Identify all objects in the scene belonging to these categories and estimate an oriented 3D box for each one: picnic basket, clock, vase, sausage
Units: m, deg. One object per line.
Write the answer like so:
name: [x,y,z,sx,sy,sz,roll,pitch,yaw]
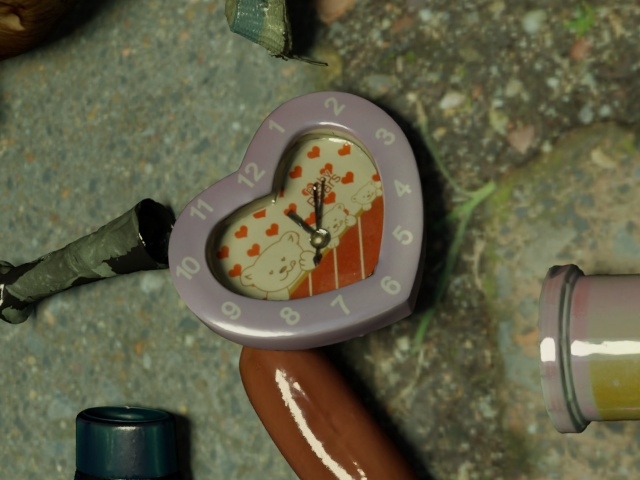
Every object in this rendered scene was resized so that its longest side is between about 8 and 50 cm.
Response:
picnic basket: [-0.029,-0.167,0.837,0.083,0.083,0.065,3,89,-18]
clock: [0.000,0.000,0.797,0.172,0.064,0.198,37,81,19]
vase: [-0.198,0.019,0.912,0.167,0.059,0.059,-20,80,24]
sausage: [0.007,0.143,0.800,0.077,0.077,0.194,-45,72,18]

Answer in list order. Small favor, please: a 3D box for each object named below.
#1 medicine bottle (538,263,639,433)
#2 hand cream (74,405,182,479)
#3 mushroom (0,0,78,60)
medicine bottle: [0.345,0.058,0.623,0.426,0.108,0.108,-3,87,25]
hand cream: [-0.150,0.270,0.891,0.120,0.061,0.270,1,97,21]
mushroom: [-0.351,-0.259,0.867,0.345,0.345,0.239,-26,41,23]
